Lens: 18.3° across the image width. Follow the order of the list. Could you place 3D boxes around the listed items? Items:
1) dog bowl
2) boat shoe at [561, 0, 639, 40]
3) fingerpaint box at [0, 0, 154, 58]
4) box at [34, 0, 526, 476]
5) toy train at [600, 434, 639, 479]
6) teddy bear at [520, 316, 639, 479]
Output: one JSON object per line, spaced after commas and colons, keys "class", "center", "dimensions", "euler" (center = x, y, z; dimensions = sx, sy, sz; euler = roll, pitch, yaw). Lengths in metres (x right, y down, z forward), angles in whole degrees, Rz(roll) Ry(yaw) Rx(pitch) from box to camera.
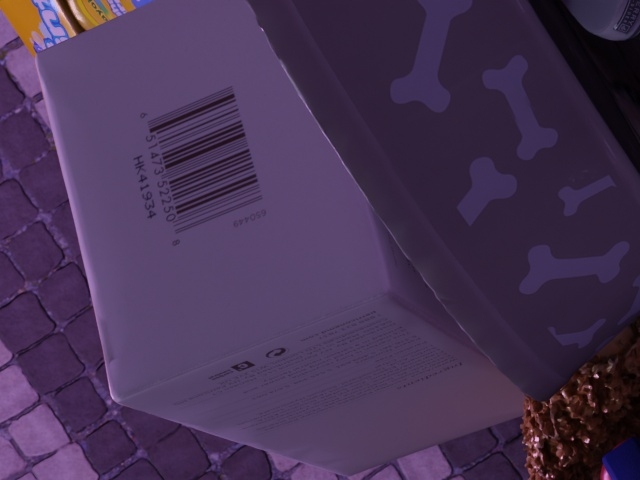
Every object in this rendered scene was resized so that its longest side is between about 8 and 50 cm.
{"class": "dog bowl", "center": [0.064, -0.095, 0.972], "dimensions": [0.349, 0.102, 0.349], "euler": [54, -168, -18]}
{"class": "boat shoe", "center": [0.119, -0.122, 0.846], "dimensions": [0.040, 0.049, 0.142], "euler": [11, -150, -21]}
{"class": "fingerpaint box", "center": [-0.059, -0.124, 1.754], "dimensions": [0.371, 0.163, 0.445], "euler": [0, 128, 55]}
{"class": "box", "center": [0.000, 0.000, 1.205], "dimensions": [0.345, 0.168, 0.215], "euler": [32, -140, -64]}
{"class": "toy train", "center": [0.255, 0.166, 0.956], "dimensions": [0.248, 0.143, 0.105], "euler": [52, -173, -25]}
{"class": "teddy bear", "center": [0.176, 0.147, 1.242], "dimensions": [0.245, 0.113, 0.338], "euler": [-66, -36, -47]}
